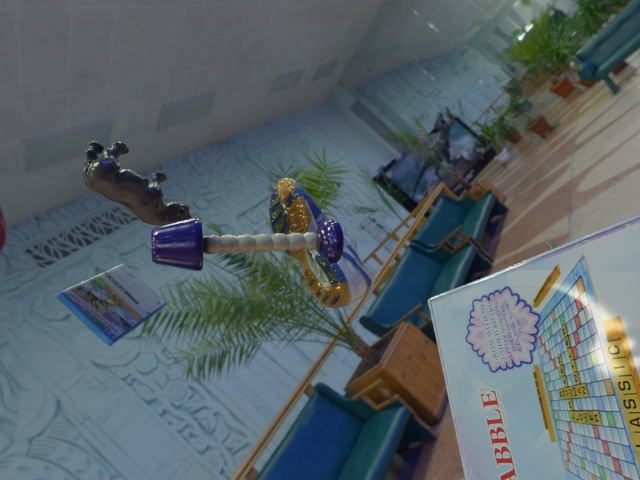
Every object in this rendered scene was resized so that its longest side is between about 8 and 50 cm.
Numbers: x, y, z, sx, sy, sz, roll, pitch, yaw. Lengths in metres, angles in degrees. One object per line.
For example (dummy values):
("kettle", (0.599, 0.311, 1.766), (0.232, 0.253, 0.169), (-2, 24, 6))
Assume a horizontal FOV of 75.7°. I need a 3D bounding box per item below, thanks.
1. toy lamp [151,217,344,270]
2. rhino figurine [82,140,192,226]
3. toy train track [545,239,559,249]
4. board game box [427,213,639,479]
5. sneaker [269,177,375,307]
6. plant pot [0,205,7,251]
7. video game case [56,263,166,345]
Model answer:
("toy lamp", (-0.105, 0.004, 0.616), (0.274, 0.080, 0.080), (-1, -25, -22))
("rhino figurine", (-0.340, -0.086, 0.794), (0.073, 0.243, 0.107), (-25, 45, 27))
("toy train track", (0.347, 0.035, 0.577), (0.048, 0.083, 0.014), (-29, -21, -15))
("board game box", (0.220, 0.135, 0.205), (0.318, 0.065, 0.319), (-35, 51, 47))
("sneaker", (0.000, 0.000, 0.852), (0.130, 0.297, 0.112), (-9, -26, -46))
("plant pot", (-0.309, 0.044, 0.262), (0.201, 0.180, 0.201), (-28, -16, -9))
("video game case", (-0.368, 0.109, 0.745), (0.015, 0.119, 0.166), (-45, 3, 16))
